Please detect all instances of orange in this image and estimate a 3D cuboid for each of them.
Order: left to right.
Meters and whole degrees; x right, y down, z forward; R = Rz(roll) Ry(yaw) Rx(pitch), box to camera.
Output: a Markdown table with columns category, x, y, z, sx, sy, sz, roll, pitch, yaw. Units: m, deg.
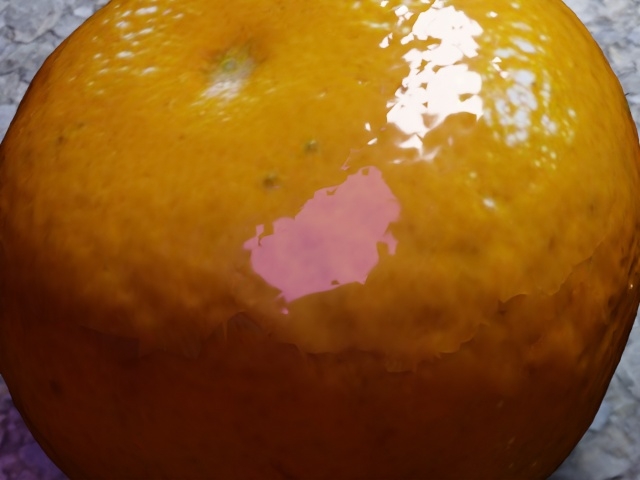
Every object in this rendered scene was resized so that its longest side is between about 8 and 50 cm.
| category | x | y | z | sx | sy | sz | roll | pitch | yaw |
| --- | --- | --- | --- | --- | --- | --- | --- | --- | --- |
| orange | 0.000 | 0.000 | 0.996 | 0.424 | 0.326 | 0.424 | -16 | 45 | 16 |
